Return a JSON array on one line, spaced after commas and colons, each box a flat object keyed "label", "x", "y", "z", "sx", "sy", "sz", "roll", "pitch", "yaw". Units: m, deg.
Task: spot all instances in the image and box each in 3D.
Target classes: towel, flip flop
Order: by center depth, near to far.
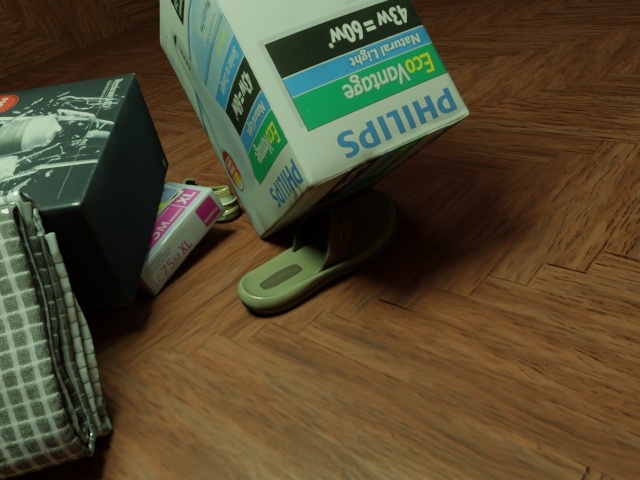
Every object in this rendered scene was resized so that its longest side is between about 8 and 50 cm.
[{"label": "towel", "x": -0.371, "y": 0.110, "z": 0.591, "sx": 0.235, "sy": 0.284, "sz": 0.121, "roll": -16, "pitch": 2, "yaw": 1}, {"label": "flip flop", "x": 0.000, "y": 0.000, "z": 0.806, "sx": 0.277, "sy": 0.080, "sz": 0.112, "roll": -31, "pitch": 35, "yaw": -25}]

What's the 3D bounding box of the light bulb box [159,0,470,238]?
[{"label": "light bulb box", "x": -0.041, "y": -0.229, "z": 0.799, "sx": 0.225, "sy": 0.361, "sz": 0.358, "roll": -27, "pitch": -2, "yaw": -17}]

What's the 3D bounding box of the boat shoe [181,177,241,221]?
[{"label": "boat shoe", "x": -0.231, "y": -0.079, "z": 1.034, "sx": 0.190, "sy": 0.072, "sz": 0.068, "roll": 1, "pitch": 34, "yaw": 24}]

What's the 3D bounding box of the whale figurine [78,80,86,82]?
[{"label": "whale figurine", "x": -0.613, "y": -0.344, "z": 1.550, "sx": 0.216, "sy": 0.141, "sz": 0.272, "roll": -24, "pitch": 33, "yaw": -15}]

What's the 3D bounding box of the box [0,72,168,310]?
[{"label": "box", "x": -0.415, "y": -0.067, "z": 0.829, "sx": 0.312, "sy": 0.179, "sz": 0.343, "roll": -8, "pitch": 42, "yaw": 2}]

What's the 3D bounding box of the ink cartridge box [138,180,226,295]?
[{"label": "ink cartridge box", "x": -0.328, "y": -0.024, "z": 0.967, "sx": 0.311, "sy": 0.065, "sz": 0.186, "roll": 9, "pitch": 52, "yaw": 37}]
